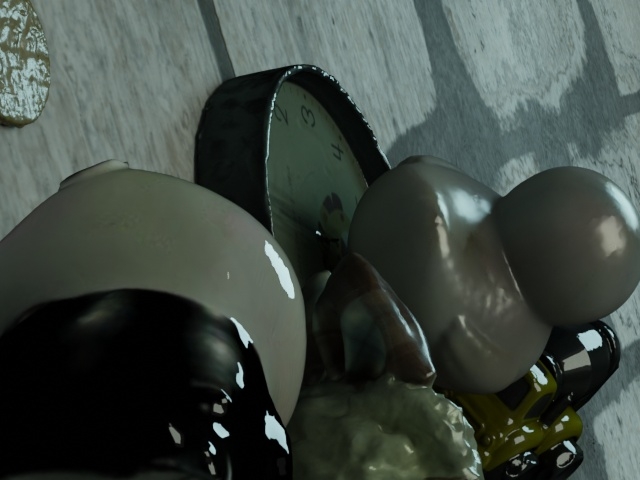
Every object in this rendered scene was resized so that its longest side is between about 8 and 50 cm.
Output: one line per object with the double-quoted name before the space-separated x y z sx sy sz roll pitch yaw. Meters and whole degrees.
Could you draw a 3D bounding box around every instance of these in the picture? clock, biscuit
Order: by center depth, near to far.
"biscuit" -0.212 -0.131 1.176 0.120 0.015 0.120 46 36 -49
"clock" -0.001 0.001 1.510 0.312 0.061 0.312 46 36 -48

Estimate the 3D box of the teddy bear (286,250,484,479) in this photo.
"teddy bear" -0.017 0.255 1.092 0.375 0.327 0.362 -37 87 -25

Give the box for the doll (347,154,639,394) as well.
"doll" 0.153 0.013 1.479 0.251 0.221 0.221 26 51 -43

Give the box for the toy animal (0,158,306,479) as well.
"toy animal" -0.116 0.092 1.031 0.212 0.212 0.267 59 20 -31

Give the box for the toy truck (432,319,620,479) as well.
"toy truck" 0.183 0.140 1.649 0.147 0.165 0.224 49 20 19
